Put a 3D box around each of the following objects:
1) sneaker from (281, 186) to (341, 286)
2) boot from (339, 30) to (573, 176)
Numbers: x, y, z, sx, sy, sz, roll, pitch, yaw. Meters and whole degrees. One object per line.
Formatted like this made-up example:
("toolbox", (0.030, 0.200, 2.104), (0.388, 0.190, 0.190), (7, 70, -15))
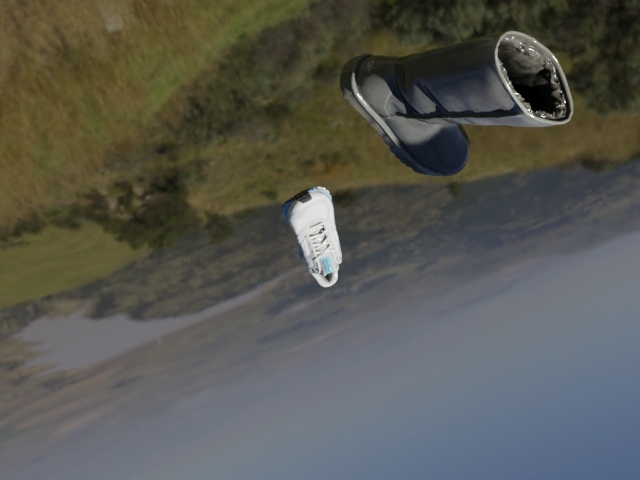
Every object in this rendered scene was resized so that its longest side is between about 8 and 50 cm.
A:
("sneaker", (0.000, 0.000, 1.342), (0.071, 0.083, 0.191), (-23, 150, -4))
("boot", (0.138, -0.117, 0.889), (0.189, 0.076, 0.208), (30, 160, -38))
